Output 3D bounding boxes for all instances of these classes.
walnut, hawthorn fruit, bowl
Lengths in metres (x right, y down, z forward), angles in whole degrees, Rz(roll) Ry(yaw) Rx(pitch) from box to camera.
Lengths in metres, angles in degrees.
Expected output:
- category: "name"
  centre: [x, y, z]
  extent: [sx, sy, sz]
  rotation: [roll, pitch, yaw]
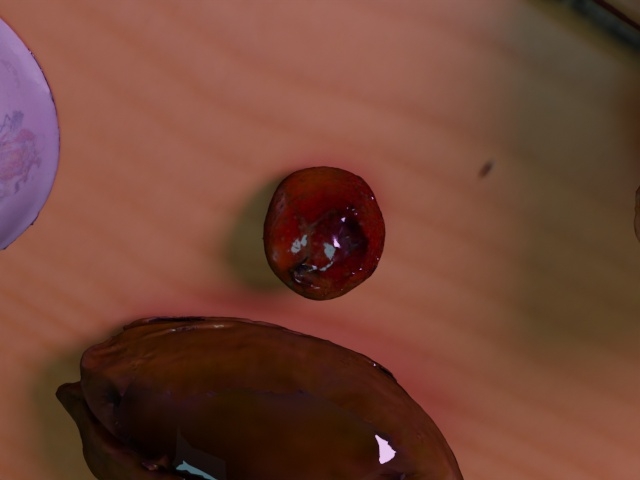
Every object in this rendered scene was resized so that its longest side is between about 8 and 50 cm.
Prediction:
- category: "walnut"
  centre: [-0.036, 0.115, 0.823]
  extent: [0.245, 0.137, 0.137]
  rotation: [10, 117, 2]
- category: "hawthorn fruit"
  centre: [0.002, -0.003, 0.790]
  extent: [0.077, 0.077, 0.077]
  rotation: [3, 117, 5]
- category: "bowl"
  centre: [-0.247, -0.048, 0.788]
  extent: [0.189, 0.086, 0.189]
  rotation: [3, 116, 6]

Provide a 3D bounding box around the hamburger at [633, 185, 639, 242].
- category: "hamburger"
  centre: [0.260, -0.048, 0.631]
  extent: [0.245, 0.260, 0.211]
  rotation: [16, 118, 24]
